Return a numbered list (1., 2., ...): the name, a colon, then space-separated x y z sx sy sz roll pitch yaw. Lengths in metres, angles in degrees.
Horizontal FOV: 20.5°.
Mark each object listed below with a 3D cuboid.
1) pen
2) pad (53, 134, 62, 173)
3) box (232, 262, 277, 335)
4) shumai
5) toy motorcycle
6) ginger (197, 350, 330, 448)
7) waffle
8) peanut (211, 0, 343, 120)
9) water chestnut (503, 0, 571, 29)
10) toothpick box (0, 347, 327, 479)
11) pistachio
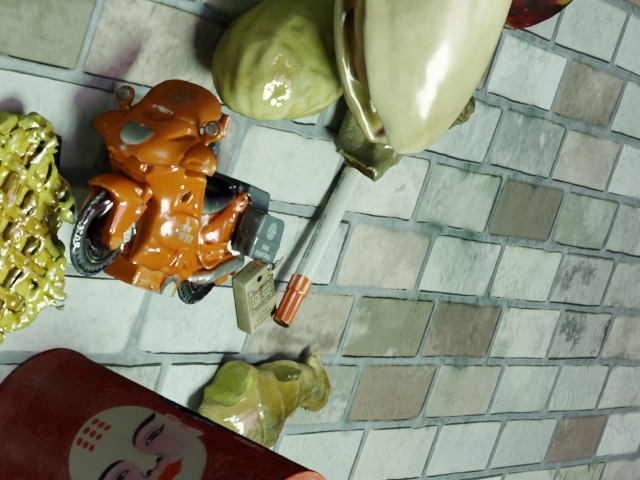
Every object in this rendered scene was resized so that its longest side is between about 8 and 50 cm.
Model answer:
1. pen: 0.000 0.000 2.209 0.239 0.028 0.028 -65 151 -17
2. pad: -0.306 -0.006 1.762 0.116 0.004 0.193 -22 128 -49
3. box: -0.080 0.067 2.154 0.053 0.024 0.083 -44 144 -37
4. shumai: 0.079 -0.165 2.156 0.175 0.166 0.206 -45 149 6
5. toy motorcycle: -0.147 -0.049 1.858 0.326 0.148 0.221 22 91 -65
6. ginger: -0.058 0.209 2.232 0.294 0.086 0.131 -2 90 -62
7. waffle: -0.331 -0.001 1.679 0.245 0.052 0.254 -29 131 -43
8. peanut: -0.008 -0.228 1.973 0.319 0.147 0.147 -46 144 -41
9. water chestnut: 0.240 -0.404 2.045 0.335 0.347 0.335 -26 122 -51
10. toothpick box: -0.177 0.263 1.823 0.204 0.333 0.204 -38 139 -42
11. pistachio: 0.111 -0.249 1.854 0.214 0.193 0.318 2 108 -35
